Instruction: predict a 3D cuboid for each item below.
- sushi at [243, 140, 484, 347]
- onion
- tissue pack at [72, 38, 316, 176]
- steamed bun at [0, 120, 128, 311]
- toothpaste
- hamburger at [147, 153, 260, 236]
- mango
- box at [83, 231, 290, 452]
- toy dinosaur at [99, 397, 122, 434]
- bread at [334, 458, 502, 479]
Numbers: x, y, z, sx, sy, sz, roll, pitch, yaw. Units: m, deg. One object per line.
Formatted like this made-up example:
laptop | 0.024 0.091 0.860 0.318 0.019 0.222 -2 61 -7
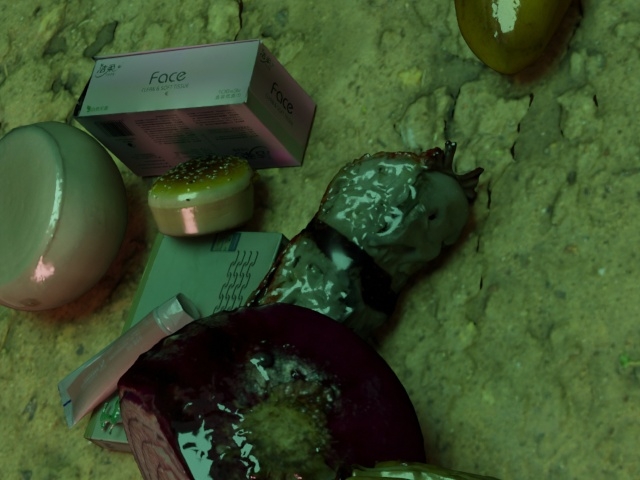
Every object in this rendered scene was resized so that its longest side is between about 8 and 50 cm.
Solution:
sushi | 0.039 0.027 1.785 0.130 0.124 0.332 31 83 32
onion | -0.025 0.218 1.616 0.260 0.282 0.336 -26 64 -22
tissue pack | -0.148 -0.153 2.006 0.246 0.148 0.092 -2 60 30
steamed bun | -0.319 -0.024 2.032 0.232 0.145 0.232 -16 67 44
toothpaste | -0.219 0.131 1.887 0.194 0.043 0.067 -38 48 16
hamburger | -0.133 -0.055 1.951 0.126 0.141 0.081 4 107 42
mango | 0.218 -0.278 1.878 0.141 0.102 0.217 3 65 8
box | -0.142 0.115 1.899 0.211 0.045 0.270 1 62 33
toy dinosaur | -0.217 0.177 1.867 0.062 0.021 0.083 -10 57 45
bread | 0.146 0.324 1.400 0.324 0.167 0.277 18 70 -7
